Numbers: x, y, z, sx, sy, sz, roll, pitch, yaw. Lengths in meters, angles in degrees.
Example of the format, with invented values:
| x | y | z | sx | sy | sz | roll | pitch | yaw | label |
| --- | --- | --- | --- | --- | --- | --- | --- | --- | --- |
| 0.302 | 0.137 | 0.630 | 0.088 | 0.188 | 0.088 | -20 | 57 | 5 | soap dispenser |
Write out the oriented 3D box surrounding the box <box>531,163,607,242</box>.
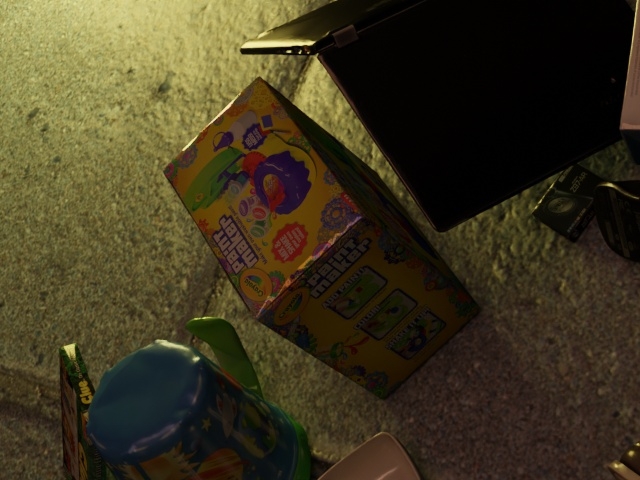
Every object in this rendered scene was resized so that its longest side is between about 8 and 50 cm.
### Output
| x | y | z | sx | sy | sz | roll | pitch | yaw | label |
| --- | --- | --- | --- | --- | --- | --- | --- | --- | --- |
| 0.305 | -0.047 | 1.895 | 0.083 | 0.018 | 0.067 | -53 | 47 | 1 | box |

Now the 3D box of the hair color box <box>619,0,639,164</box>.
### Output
| x | y | z | sx | sy | sz | roll | pitch | yaw | label |
| --- | --- | --- | --- | --- | --- | --- | --- | --- | --- |
| 0.509 | -0.169 | 1.676 | 0.347 | 0.105 | 0.174 | 3 | 70 | 23 | hair color box |

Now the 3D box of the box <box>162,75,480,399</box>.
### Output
| x | y | z | sx | sy | sz | roll | pitch | yaw | label |
| --- | --- | --- | --- | --- | --- | --- | --- | --- | --- |
| 0.000 | 0.000 | 1.923 | 0.177 | 0.279 | 0.290 | -44 | 48 | 10 | box |

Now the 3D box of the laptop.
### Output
| x | y | z | sx | sy | sz | roll | pitch | yaw | label |
| --- | --- | --- | --- | --- | --- | --- | --- | --- | --- |
| 0.170 | -0.213 | 1.959 | 0.382 | 0.236 | 0.408 | -26 | 16 | -19 | laptop |

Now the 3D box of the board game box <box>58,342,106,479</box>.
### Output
| x | y | z | sx | sy | sz | roll | pitch | yaw | label |
| --- | --- | --- | --- | --- | --- | --- | --- | --- | --- |
| -0.311 | 0.272 | 2.056 | 0.030 | 0.260 | 0.136 | -14 | 46 | -21 | board game box |

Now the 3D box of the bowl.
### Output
| x | y | z | sx | sy | sz | roll | pitch | yaw | label |
| --- | --- | --- | --- | --- | --- | --- | --- | --- | --- |
| 0.069 | 0.316 | 1.851 | 0.142 | 0.053 | 0.142 | -40 | 48 | 13 | bowl |

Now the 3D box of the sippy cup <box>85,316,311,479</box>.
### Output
| x | y | z | sx | sy | sz | roll | pitch | yaw | label |
| --- | --- | --- | --- | --- | --- | --- | --- | --- | --- |
| -0.162 | 0.246 | 1.916 | 0.240 | 0.224 | 0.305 | -36 | 42 | 1 | sippy cup |

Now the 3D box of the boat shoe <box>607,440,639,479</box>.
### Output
| x | y | z | sx | sy | sz | roll | pitch | yaw | label |
| --- | --- | --- | --- | --- | --- | --- | --- | --- | --- |
| 0.436 | 0.281 | 1.556 | 0.324 | 0.116 | 0.097 | 30 | 81 | 39 | boat shoe |

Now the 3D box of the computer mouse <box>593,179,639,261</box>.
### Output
| x | y | z | sx | sy | sz | roll | pitch | yaw | label |
| --- | --- | --- | --- | --- | --- | --- | --- | --- | --- |
| 0.396 | 0.016 | 1.741 | 0.060 | 0.184 | 0.262 | -20 | 9 | -13 | computer mouse |
